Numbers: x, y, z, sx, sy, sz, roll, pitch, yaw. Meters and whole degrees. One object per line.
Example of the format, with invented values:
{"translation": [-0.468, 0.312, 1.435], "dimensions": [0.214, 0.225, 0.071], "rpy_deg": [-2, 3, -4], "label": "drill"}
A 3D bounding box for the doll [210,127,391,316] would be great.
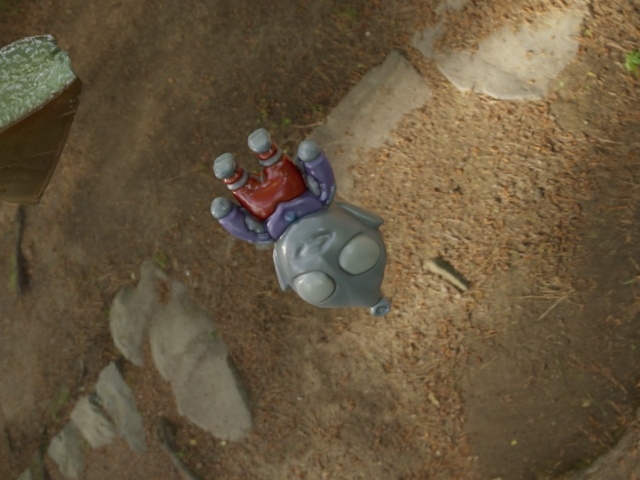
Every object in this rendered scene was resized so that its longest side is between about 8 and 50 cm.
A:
{"translation": [0.000, 0.000, 0.568], "dimensions": [0.102, 0.227, 0.075], "rpy_deg": [-31, 40, 10], "label": "doll"}

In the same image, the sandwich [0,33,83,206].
{"translation": [-0.341, -0.120, 0.777], "dimensions": [0.258, 0.096, 0.094], "rpy_deg": [-47, 64, 45], "label": "sandwich"}
